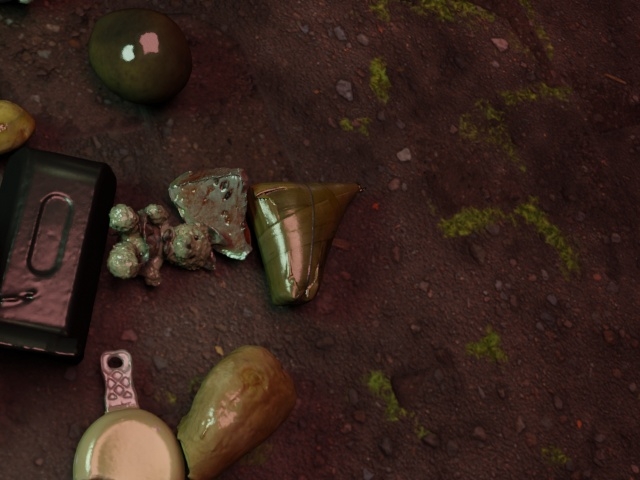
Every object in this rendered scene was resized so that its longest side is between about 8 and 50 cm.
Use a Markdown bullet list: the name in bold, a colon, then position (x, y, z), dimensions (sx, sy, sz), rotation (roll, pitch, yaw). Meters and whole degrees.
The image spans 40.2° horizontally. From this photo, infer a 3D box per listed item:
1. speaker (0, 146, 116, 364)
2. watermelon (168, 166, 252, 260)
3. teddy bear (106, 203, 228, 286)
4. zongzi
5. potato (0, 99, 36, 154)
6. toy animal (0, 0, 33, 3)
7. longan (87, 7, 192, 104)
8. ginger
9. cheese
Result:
- **speaker**: position (-0.411, 0.014, 1.313), dimensions (0.180, 0.184, 0.388), rotation (12, 60, -17)
- **watermelon**: position (-0.161, -0.064, 1.502), dimensions (0.187, 0.139, 0.071), rotation (45, 23, 4)
- **teddy bear**: position (-0.270, 0.007, 1.435), dimensions (0.213, 0.111, 0.133), rotation (6, 94, -45)
- **zongzi**: position (0.000, 0.000, 1.551), dimensions (0.256, 0.115, 0.228), rotation (-5, 70, -36)
- **potato**: position (-0.547, -0.171, 1.404), dimensions (0.170, 0.080, 0.107), rotation (-31, 57, -26)
- **toy animal**: position (-0.593, -0.492, 1.511), dimensions (0.204, 0.156, 0.208), rotation (-9, 52, -23)
- **longan**: position (-0.319, -0.327, 1.546), dimensions (0.187, 0.167, 0.167), rotation (23, 56, 14)
- **ginger**: position (-0.128, 0.253, 1.336), dimensions (0.138, 0.152, 0.267), rotation (47, 51, 2)
- **cheese**: position (-0.272, 0.289, 1.301), dimensions (0.164, 0.071, 0.248), rotation (16, 59, -15)
